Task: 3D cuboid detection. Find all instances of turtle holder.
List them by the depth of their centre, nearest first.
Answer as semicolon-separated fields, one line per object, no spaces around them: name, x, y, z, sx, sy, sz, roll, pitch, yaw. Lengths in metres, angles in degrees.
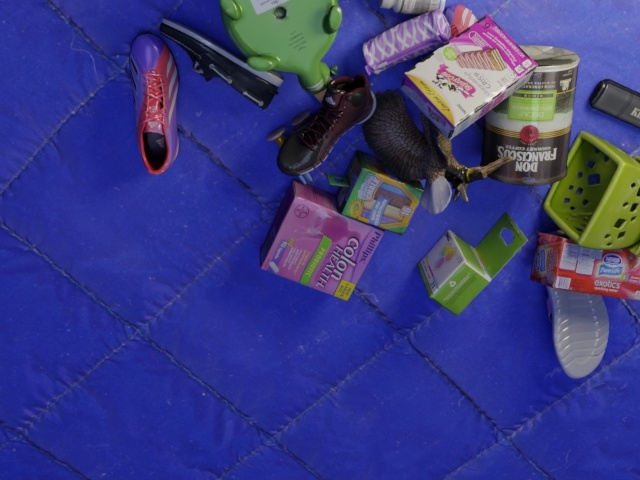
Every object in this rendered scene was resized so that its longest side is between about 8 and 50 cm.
turtle holder;-0.062;-0.476;1.719;0.320;0.227;0.243;32;109;-19

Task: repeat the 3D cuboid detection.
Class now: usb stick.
usb stick;0.777;-0.309;1.970;0.278;0.045;0.077;20;112;-14

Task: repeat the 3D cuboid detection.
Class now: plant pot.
plant pot;0.708;-0.104;1.972;0.207;0.227;0.228;15;114;-18

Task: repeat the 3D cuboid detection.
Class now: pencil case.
pencil case;0.187;-0.435;1.803;0.206;0.088;0.086;-21;125;30

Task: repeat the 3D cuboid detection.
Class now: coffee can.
coffee can;0.475;-0.289;1.869;0.201;0.201;0.275;-3;116;-3

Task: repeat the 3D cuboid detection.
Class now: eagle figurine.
eagle figurine;0.244;-0.229;1.853;0.226;0.225;0.298;-43;106;10

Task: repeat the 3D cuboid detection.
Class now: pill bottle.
pill bottle;0.201;-0.536;1.793;0.137;0.078;0.078;5;116;-7

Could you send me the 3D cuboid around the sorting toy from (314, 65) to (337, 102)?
sorting toy;0.014;-0.368;1.897;0.083;0.012;0.062;-34;109;16

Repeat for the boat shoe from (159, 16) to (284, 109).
boat shoe;-0.229;-0.391;1.811;0.302;0.114;0.091;27;105;-16

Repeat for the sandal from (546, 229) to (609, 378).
sandal;0.663;0.163;2.172;0.169;0.102;0.416;-17;104;-13

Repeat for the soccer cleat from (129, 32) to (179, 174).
soccer cleat;-0.373;-0.303;1.840;0.109;0.116;0.318;-1;117;-4

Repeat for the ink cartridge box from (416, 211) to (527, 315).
ink cartridge box;0.370;0.033;2.028;0.097;0.189;0.255;34;108;-17

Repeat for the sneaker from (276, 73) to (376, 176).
sneaker;0.002;-0.274;1.804;0.281;0.162;0.106;-44;72;-9

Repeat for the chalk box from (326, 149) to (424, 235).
chalk box;0.120;-0.124;1.961;0.213;0.132;0.132;19;114;-15

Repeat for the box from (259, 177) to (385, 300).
box;0.000;0.000;2.020;0.243;0.117;0.213;21;113;-15

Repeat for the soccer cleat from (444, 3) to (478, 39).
soccer cleat;0.315;-0.413;1.792;0.095;0.248;0.083;-8;164;-30

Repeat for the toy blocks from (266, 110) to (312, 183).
toy blocks;-0.038;-0.217;1.945;0.123;0.054;0.148;-30;115;11

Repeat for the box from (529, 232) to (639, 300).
box;0.671;0.064;2.038;0.257;0.122;0.128;8;96;-16

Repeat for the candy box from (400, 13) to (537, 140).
candy box;0.305;-0.338;1.687;0.233;0.071;0.159;-38;76;-13
